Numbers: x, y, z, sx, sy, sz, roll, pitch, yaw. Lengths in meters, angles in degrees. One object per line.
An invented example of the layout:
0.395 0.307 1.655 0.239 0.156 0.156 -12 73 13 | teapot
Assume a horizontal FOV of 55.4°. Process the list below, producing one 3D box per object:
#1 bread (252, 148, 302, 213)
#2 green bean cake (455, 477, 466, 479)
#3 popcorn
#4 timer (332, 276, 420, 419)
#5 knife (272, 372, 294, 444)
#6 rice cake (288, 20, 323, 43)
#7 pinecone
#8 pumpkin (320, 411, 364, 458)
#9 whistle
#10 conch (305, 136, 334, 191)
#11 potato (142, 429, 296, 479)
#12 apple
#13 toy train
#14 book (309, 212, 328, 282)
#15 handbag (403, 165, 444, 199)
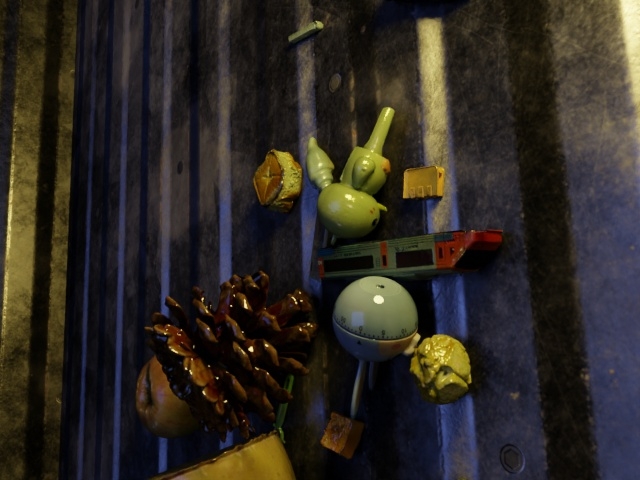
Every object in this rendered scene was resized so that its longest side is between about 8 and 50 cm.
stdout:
-0.104 -0.149 1.519 0.127 0.069 0.140 -55 43 30 | bread
0.229 0.517 1.003 0.185 0.094 0.183 46 121 50 | green bean cake
0.203 0.225 1.058 0.116 0.106 0.120 39 115 36 | popcorn
0.113 0.192 1.137 0.175 0.175 0.255 -1 107 51 | timer
-0.089 0.420 1.466 0.054 0.015 0.211 23 103 50 | knife
-0.038 -0.520 1.525 0.121 0.022 0.021 -5 90 51 | rice cake
-0.173 0.228 1.350 0.385 0.385 0.383 -9 78 50 | pinecone
0.047 0.406 1.269 0.074 0.054 0.083 11 72 48 | pumpkin
0.097 -0.119 1.244 0.294 0.141 0.141 -54 44 5 | whistle
0.002 -0.158 1.405 0.065 0.088 0.180 -17 57 3 | conch
-0.218 0.615 1.302 0.442 0.386 0.319 115 134 -67 | potato
-0.409 0.428 1.723 0.261 0.194 0.260 -14 72 50 | apple
0.155 0.035 1.157 0.410 0.086 0.089 -7 84 50 | toy train
0.000 0.000 1.370 0.127 0.014 0.181 -163 80 -79 | book
0.198 -0.110 1.170 0.083 0.027 0.061 0 85 50 | handbag
